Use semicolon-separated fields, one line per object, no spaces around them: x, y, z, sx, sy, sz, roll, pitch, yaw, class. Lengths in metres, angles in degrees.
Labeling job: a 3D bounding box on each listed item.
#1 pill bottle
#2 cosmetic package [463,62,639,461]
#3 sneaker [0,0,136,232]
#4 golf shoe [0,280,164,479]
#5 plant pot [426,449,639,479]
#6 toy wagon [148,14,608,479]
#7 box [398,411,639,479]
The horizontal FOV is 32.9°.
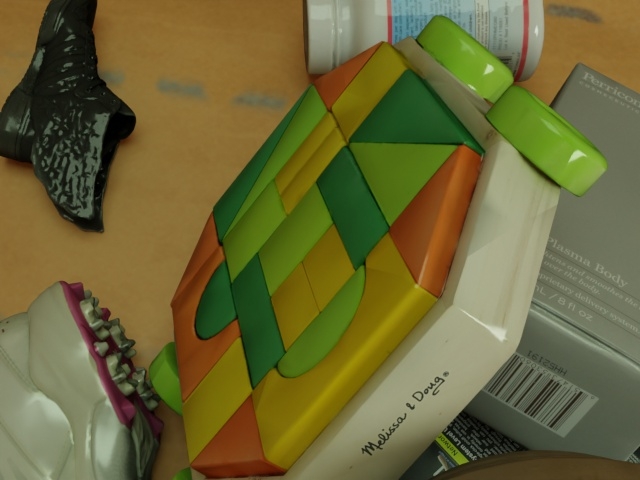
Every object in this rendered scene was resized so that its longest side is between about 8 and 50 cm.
0.069;-0.152;0.760;0.160;0.087;0.087;-3;64;-4;pill bottle
0.155;0.009;0.630;0.127;0.107;0.238;29;45;4;cosmetic package
-0.163;-0.096;0.746;0.089;0.051;0.170;17;69;6;sneaker
-0.135;0.173;0.593;0.140;0.115;0.306;-24;60;-4;golf shoe
0.095;0.178;0.494;0.237;0.237;0.109;0;26;-2;plant pot
0.000;0.000;0.585;0.068;0.344;0.267;33;106;-25;toy wagon
0.104;0.188;0.612;0.216;0.060;0.270;-39;71;-18;box
